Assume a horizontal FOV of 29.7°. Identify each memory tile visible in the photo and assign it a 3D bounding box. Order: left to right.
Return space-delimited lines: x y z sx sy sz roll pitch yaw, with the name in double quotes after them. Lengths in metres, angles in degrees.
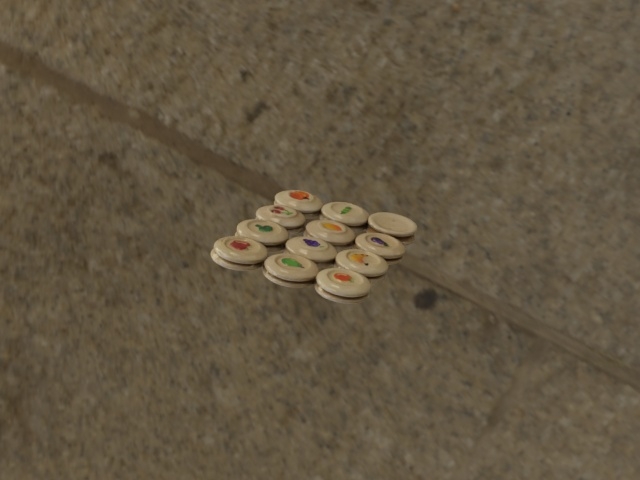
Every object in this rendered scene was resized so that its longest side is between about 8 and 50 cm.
0.000 0.000 0.841 0.113 0.148 0.012 17 115 14 "memory tile"
